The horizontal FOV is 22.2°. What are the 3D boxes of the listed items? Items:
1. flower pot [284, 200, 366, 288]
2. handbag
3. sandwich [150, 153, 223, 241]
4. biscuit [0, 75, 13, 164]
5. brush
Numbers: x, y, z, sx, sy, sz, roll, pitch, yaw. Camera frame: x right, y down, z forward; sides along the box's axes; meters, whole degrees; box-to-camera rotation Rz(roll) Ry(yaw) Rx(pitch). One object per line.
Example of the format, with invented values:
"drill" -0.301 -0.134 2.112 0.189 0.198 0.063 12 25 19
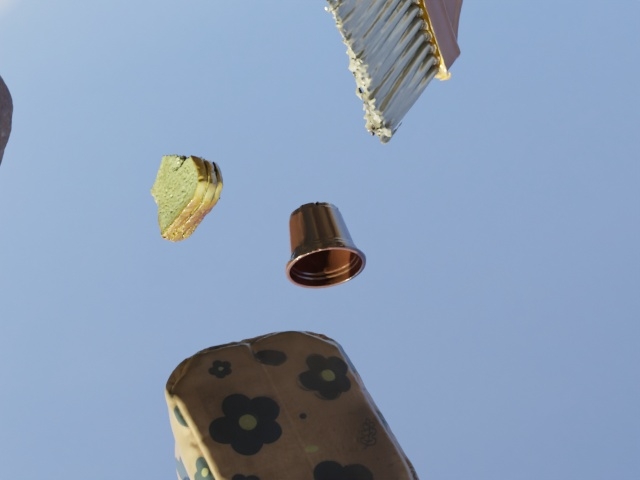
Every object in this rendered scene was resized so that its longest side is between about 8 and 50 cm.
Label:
"flower pot" 0.000 0.000 2.173 0.111 0.111 0.089 -27 -123 26
"handbag" -0.030 0.231 1.467 0.190 0.193 0.251 -14 -125 -23
"sandwich" -0.148 -0.062 1.815 0.105 0.036 0.093 -44 -130 41
"biscuit" -0.516 -0.145 2.122 0.049 0.257 0.273 1 -131 37
"brush" 0.088 -0.171 0.866 0.017 0.090 0.314 2 -143 33
